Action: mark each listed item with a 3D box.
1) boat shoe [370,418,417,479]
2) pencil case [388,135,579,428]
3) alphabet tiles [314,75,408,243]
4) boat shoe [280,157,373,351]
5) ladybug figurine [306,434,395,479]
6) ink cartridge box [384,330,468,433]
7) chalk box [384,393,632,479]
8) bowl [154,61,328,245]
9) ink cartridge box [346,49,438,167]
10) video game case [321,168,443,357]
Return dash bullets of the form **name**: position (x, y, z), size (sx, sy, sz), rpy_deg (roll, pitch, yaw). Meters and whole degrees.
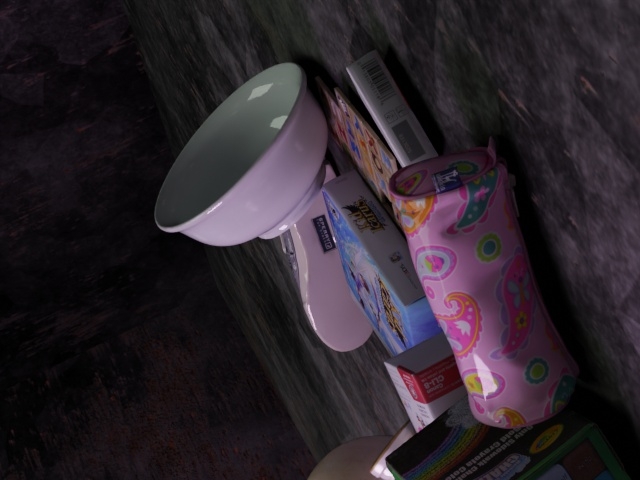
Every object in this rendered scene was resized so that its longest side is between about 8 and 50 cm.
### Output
- **boat shoe**: position (0.162, 0.278, 1.551), size (0.096, 0.098, 0.277), rpy_deg (45, -157, 20)
- **pencil case**: position (0.164, 0.044, 1.159), size (0.284, 0.124, 0.124), rpy_deg (68, 169, -18)
- **alphabet tiles**: position (0.057, -0.112, 1.559), size (0.237, 0.009, 0.198), rpy_deg (55, 170, 40)
- **boat shoe**: position (0.000, 0.000, 1.876), size (0.158, 0.127, 0.340), rpy_deg (-125, 20, -68)
- **ladybug figurine**: position (0.156, 0.477, 1.638), size (0.449, 0.305, 0.162), rpy_deg (48, 178, -8)
- **ink cartridge box**: position (0.180, 0.202, 1.406), size (0.176, 0.127, 0.128), rpy_deg (65, 169, -7)
- **chalk box**: position (0.220, 0.283, 1.200), size (0.179, 0.180, 0.289), rpy_deg (56, 173, -16)
- **bowl**: position (-0.087, -0.096, 1.649), size (0.134, 0.298, 0.298), rpy_deg (41, 179, -24)
- **ink cartridge box**: position (0.094, -0.126, 1.353), size (0.145, 0.045, 0.179), rpy_deg (61, -173, 13)
- **video game case**: position (0.099, 0.072, 1.647), size (0.244, 0.061, 0.269), rpy_deg (55, 169, 38)
